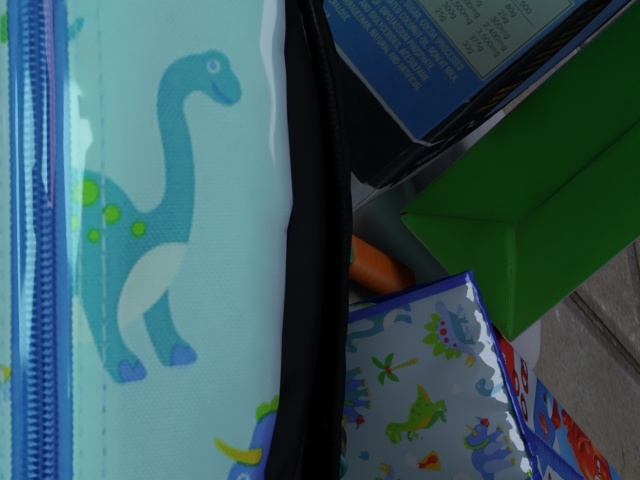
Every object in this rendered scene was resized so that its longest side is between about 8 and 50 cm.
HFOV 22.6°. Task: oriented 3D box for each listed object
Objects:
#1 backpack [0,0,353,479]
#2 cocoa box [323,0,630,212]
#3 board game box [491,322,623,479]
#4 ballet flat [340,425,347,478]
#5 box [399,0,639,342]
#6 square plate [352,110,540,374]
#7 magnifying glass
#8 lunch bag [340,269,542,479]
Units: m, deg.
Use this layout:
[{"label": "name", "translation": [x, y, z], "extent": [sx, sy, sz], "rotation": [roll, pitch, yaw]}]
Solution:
[{"label": "backpack", "translation": [-0.102, 0.032, 0.432], "extent": [0.273, 0.355, 0.290], "rotation": [15, 20, -15]}, {"label": "cocoa box", "translation": [0.052, -0.183, 0.970], "extent": [0.231, 0.228, 0.347], "rotation": [51, 24, 2]}, {"label": "board game box", "translation": [0.151, 0.264, 1.125], "extent": [0.302, 0.086, 0.308], "rotation": [47, 34, -45]}, {"label": "ballet flat", "translation": [-0.071, 0.088, 0.754], "extent": [0.096, 0.095, 0.280], "rotation": [64, 21, 13]}, {"label": "box", "translation": [0.214, -0.076, 1.145], "extent": [0.127, 0.262, 0.231], "rotation": [50, 22, 6]}, {"label": "square plate", "translation": [0.108, -0.050, 1.307], "extent": [0.344, 0.049, 0.347], "rotation": [55, 29, -34]}, {"label": "magnifying glass", "translation": [0.000, 0.000, 1.049], "extent": [0.231, 0.026, 0.092], "rotation": [28, 49, -53]}, {"label": "lunch bag", "translation": [0.038, 0.096, 0.909], "extent": [0.096, 0.151, 0.128], "rotation": [-22, 93, -67]}]
